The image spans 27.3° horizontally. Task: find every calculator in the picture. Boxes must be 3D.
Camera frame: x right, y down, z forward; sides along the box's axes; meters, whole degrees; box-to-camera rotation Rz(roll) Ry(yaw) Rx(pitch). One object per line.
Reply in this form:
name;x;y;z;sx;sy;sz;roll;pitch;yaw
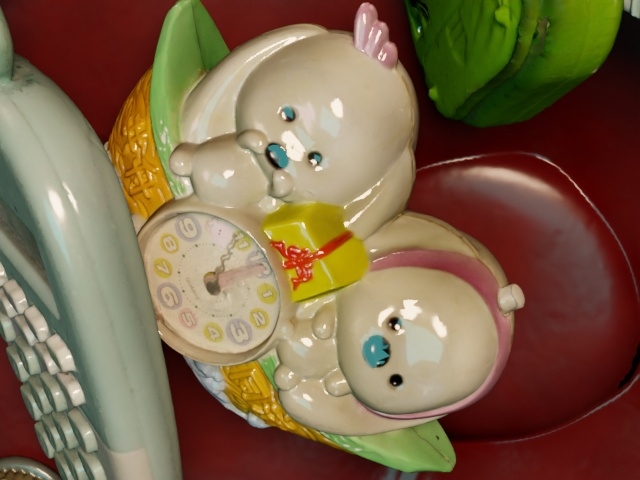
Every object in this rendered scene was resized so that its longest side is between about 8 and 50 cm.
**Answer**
calculator;-0.116;0.014;0.572;0.184;0.042;0.295;37;143;52

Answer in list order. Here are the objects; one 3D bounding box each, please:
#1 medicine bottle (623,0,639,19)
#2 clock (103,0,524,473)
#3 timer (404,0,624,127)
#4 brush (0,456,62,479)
medicine bottle;0.193;-0.213;0.378;0.158;0.158;0.318;14;114;12
clock;0.000;0.000;0.557;0.144;0.103;0.231;-21;103;32
timer;0.059;-0.109;0.469;0.047;0.140;0.128;-11;84;-12
brush;-0.254;0.101;0.718;0.266;0.027;0.062;26;116;6
